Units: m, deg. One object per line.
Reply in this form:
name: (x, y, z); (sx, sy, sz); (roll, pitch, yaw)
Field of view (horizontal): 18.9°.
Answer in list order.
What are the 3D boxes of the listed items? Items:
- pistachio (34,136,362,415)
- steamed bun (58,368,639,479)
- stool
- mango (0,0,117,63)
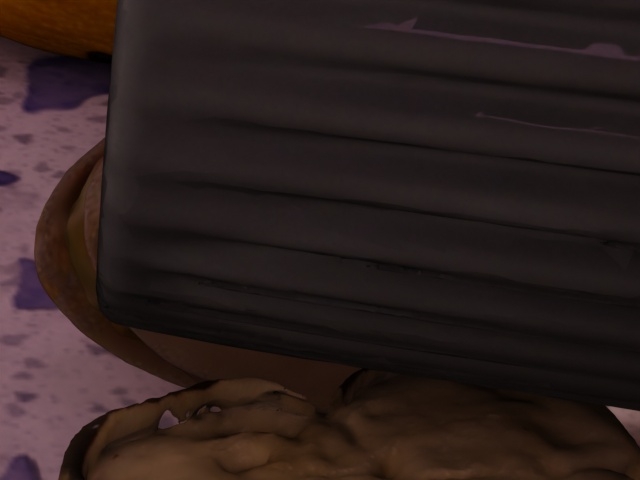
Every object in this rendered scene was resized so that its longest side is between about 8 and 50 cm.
pistachio: (0.000, 0.000, 0.757); (0.215, 0.144, 0.144); (5, 27, -26)
steamed bun: (0.023, 0.119, 0.585); (0.177, 0.106, 0.192); (-11, 25, -27)
stool: (0.105, -0.083, 0.590); (0.330, 0.297, 0.297); (5, 29, -7)
mango: (-0.089, -0.164, 1.047); (0.294, 0.120, 0.177); (4, 30, -11)
